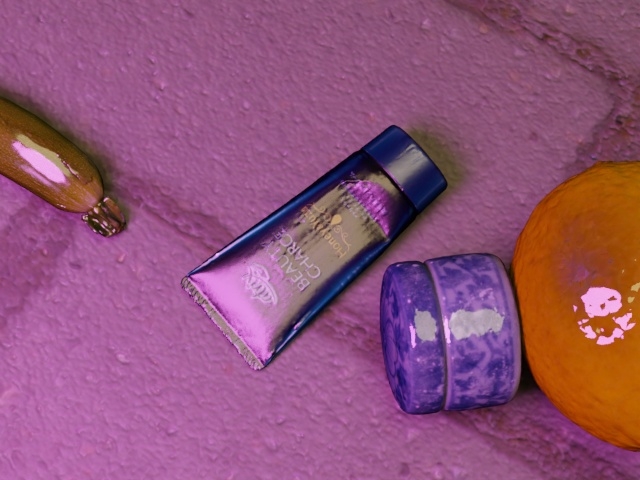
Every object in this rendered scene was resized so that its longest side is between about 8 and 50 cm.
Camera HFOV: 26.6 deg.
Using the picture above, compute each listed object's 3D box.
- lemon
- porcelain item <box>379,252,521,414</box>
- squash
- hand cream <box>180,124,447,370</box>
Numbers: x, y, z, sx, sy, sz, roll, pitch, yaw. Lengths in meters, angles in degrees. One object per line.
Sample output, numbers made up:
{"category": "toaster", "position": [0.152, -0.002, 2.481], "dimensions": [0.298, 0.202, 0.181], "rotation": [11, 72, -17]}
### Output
{"category": "lemon", "position": [0.297, 0.058, 1.241], "dimensions": [0.267, 0.267, 0.267], "rotation": [1, 72, -3]}
{"category": "porcelain item", "position": [0.116, 0.087, 1.270], "dimensions": [0.114, 0.147, 0.147], "rotation": [-5, 73, -6]}
{"category": "squash", "position": [-0.328, -0.104, 1.345], "dimensions": [0.318, 0.080, 0.071], "rotation": [26, 34, 4]}
{"category": "hand cream", "position": [0.000, 0.000, 1.346], "dimensions": [0.270, 0.061, 0.120], "rotation": [-40, 84, -7]}
